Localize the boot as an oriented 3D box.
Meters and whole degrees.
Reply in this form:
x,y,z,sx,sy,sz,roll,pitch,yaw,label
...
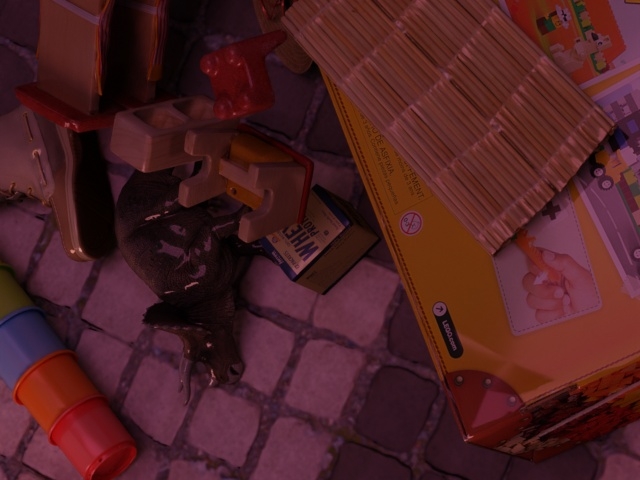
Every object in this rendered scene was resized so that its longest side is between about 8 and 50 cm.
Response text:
x,y,z,sx,sy,sz,roll,pitch,yaw,label
-0.314,-0.053,1.807,0.165,0.077,0.213,-22,66,18,boot

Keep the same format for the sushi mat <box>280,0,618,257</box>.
x,y,z,sx,sy,sz,roll,pitch,yaw,label
0.104,-0.144,1.458,0.151,0.019,0.316,-45,64,10,sushi mat

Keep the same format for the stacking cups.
x,y,z,sx,sy,sz,roll,pitch,yaw,label
-0.301,0.114,1.757,0.096,0.096,0.316,-48,66,7,stacking cups

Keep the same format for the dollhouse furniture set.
x,y,z,sx,sy,sz,roll,pitch,yaw,label
-0.127,-0.175,1.636,0.374,0.152,0.201,30,123,36,dollhouse furniture set

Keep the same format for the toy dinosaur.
x,y,z,sx,sy,sz,roll,pitch,yaw,label
-0.143,-0.011,1.700,0.160,0.121,0.314,-28,72,2,toy dinosaur

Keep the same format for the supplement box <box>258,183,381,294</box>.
x,y,z,sx,sy,sz,roll,pitch,yaw,label
0.000,0.000,1.651,0.083,0.083,0.056,-45,65,9,supplement box

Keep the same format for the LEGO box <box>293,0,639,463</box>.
x,y,z,sx,sy,sz,roll,pitch,yaw,label
0.232,-0.107,1.511,0.372,0.193,0.500,-26,69,17,LEGO box

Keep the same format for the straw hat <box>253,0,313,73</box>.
x,y,z,sx,sy,sz,roll,pitch,yaw,label
-0.013,-0.245,1.719,0.061,0.144,0.144,-17,66,-23,straw hat
